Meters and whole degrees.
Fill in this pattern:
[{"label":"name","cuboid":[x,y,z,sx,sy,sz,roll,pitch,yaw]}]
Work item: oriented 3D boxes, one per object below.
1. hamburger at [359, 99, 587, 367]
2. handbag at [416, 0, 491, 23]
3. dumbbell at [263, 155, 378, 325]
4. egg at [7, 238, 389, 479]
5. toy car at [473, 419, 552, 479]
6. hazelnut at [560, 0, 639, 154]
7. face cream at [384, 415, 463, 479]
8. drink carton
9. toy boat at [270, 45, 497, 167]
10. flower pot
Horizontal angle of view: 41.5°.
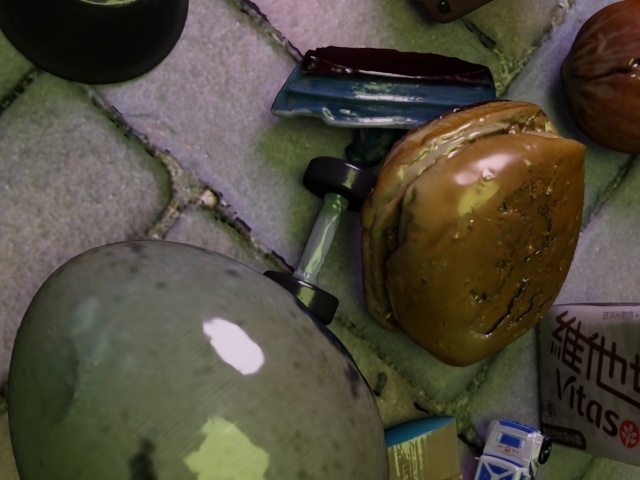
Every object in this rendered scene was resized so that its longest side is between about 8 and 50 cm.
[{"label":"hamburger","cuboid":[0.192,-0.011,1.018,0.284,0.174,0.304,-30,135,-24]},{"label":"handbag","cuboid":[0.256,-0.417,1.041,0.283,0.302,0.149,-40,101,-22]},{"label":"dumbbell","cuboid":[0.000,0.000,1.031,0.100,0.100,0.191,25,78,-16]},{"label":"egg","cuboid":[-0.126,0.193,0.853,0.345,0.345,0.428,-40,84,-16]},{"label":"toy car","cuboid":[0.235,0.318,1.091,0.070,0.080,0.170,32,74,-54]},{"label":"hazelnut","cuboid":[0.441,-0.223,1.153,0.181,0.181,0.212,3,97,-39]},{"label":"face cream","cuboid":[0.118,0.370,1.065,0.139,0.067,0.285,-5,89,-9]},{"label":"drink carton","cuboid":[0.395,0.172,1.040,0.132,0.324,0.194,-2,85,-15]},{"label":"toy boat","cuboid":[0.090,-0.162,1.065,0.309,0.129,0.142,2,121,-16]},{"label":"flower pot","cuboid":[-0.251,-0.306,0.939,0.235,0.148,0.235,2,85,-19]}]
